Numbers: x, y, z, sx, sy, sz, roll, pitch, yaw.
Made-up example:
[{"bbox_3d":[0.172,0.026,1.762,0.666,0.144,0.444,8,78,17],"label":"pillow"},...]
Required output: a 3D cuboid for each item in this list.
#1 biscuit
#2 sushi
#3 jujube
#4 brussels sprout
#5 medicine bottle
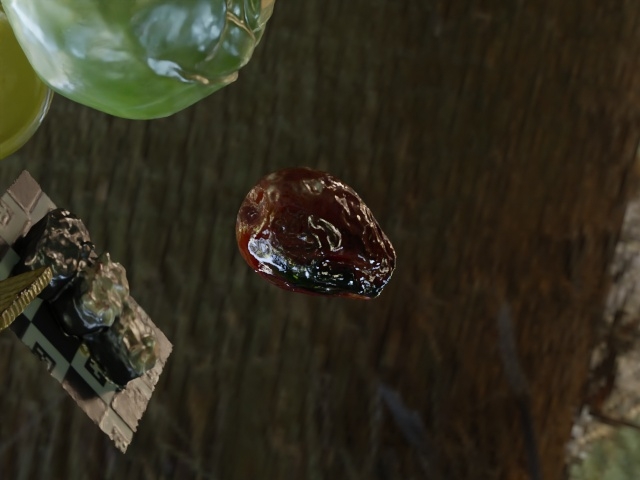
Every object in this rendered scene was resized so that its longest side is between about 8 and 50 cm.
[{"bbox_3d":[-0.427,0.093,1.779,0.172,0.029,0.254,-17,-169,8],"label":"biscuit"},{"bbox_3d":[-0.324,0.076,2.124,0.373,0.100,0.296,52,-155,-17],"label":"sushi"},{"bbox_3d":[0.000,0.000,1.985,0.236,0.168,0.168,30,178,-26],"label":"jujube"},{"bbox_3d":[-0.169,-0.271,1.361,0.247,0.328,0.328,1,-176,9],"label":"brussels sprout"},{"bbox_3d":[-0.482,-0.242,1.771,0.224,0.224,0.384,10,-163,-34],"label":"medicine bottle"}]
